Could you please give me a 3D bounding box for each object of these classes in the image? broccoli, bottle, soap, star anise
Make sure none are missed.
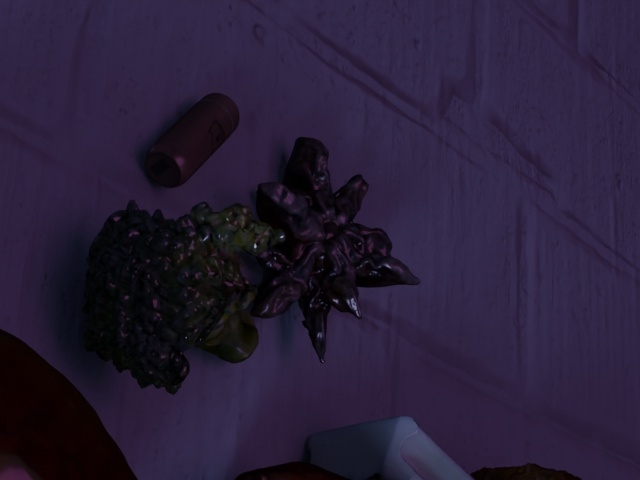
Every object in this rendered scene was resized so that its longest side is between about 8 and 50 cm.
[{"bbox_3d":[-0.118,0.040,1.590,0.177,0.198,0.275,36,17,24],"label":"broccoli"},{"bbox_3d":[-0.138,-0.110,1.724,0.053,0.053,0.140,61,37,-19],"label":"bottle"},{"bbox_3d":[0.108,0.307,1.827,0.261,0.150,0.094,45,48,-36],"label":"soap"},{"bbox_3d":[0.003,0.002,1.833,0.212,0.129,0.283,49,35,-7],"label":"star anise"}]

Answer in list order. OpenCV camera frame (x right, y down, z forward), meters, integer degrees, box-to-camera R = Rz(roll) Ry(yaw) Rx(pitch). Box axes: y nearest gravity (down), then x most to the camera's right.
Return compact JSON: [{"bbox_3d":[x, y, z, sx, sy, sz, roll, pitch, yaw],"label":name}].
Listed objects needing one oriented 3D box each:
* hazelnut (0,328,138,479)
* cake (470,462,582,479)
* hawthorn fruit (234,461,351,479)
[{"bbox_3d":[-0.290,0.229,1.111,0.429,0.402,0.402,53,39,-10],"label":"hazelnut"},{"bbox_3d":[0.252,0.444,1.950,0.199,0.196,0.293,39,53,-38],"label":"cake"},{"bbox_3d":[-0.016,0.316,1.602,0.248,0.208,0.208,64,35,-30],"label":"hawthorn fruit"}]
